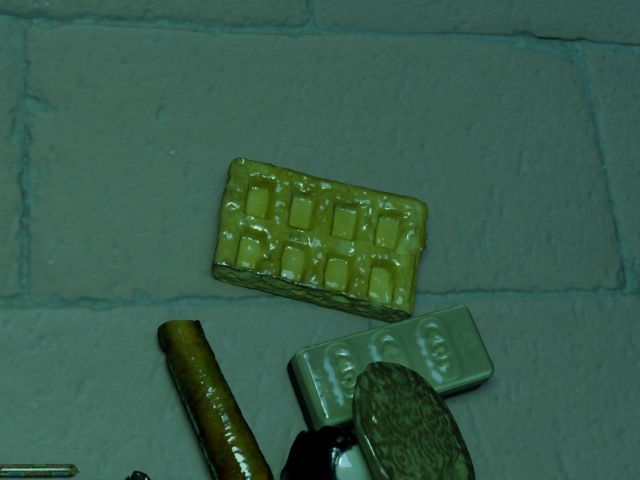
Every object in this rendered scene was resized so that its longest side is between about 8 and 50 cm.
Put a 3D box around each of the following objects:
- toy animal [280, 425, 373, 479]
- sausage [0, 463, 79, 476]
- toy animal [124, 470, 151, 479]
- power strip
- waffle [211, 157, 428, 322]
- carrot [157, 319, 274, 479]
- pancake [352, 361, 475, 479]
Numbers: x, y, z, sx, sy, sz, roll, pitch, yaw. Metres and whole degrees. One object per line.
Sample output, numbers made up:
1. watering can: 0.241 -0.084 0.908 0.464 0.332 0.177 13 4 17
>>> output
1. toy animal: 0.023 0.314 1.677 0.166 0.138 0.179 24 67 -31
2. sausage: -0.328 0.265 1.669 0.100 0.015 0.015 2 65 -15
3. toy animal: -0.194 0.340 1.635 0.225 0.094 0.121 31 70 -2
4. power strip: 0.093 0.159 1.811 0.256 0.070 0.105 -14 72 -23
5. waffle: 0.000 0.000 1.863 0.274 0.057 0.168 13 62 -10
6. carrot: -0.124 0.211 1.727 0.070 0.070 0.260 -18 70 -23
7. pancake: 0.112 0.236 1.683 0.235 0.029 0.212 31 39 -43
